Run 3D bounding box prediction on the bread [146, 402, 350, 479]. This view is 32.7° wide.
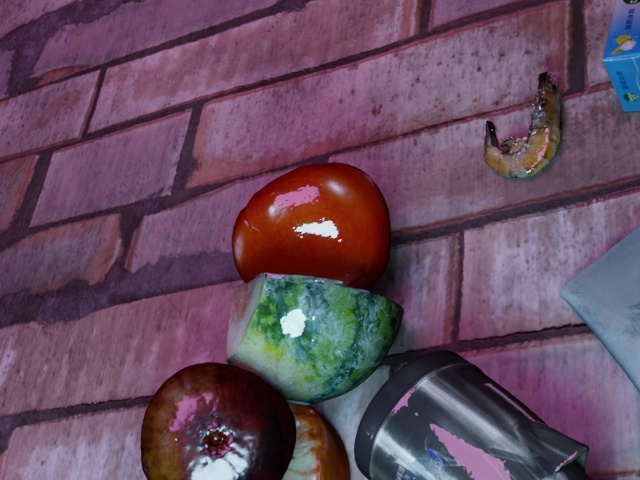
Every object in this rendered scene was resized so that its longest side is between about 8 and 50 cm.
[{"bbox_3d":[-0.105,0.382,1.742,0.295,0.114,0.328,-45,43,-6],"label":"bread"}]

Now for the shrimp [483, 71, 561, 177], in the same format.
[{"bbox_3d":[0.358,-0.204,1.937,0.150,0.051,0.217,-8,56,39],"label":"shrimp"}]

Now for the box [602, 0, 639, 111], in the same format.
[{"bbox_3d":[0.546,-0.336,1.845,0.073,0.139,0.194,-1,56,34],"label":"box"}]

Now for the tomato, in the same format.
[{"bbox_3d":[0.000,0.000,1.867,0.299,0.298,0.226,-35,76,6],"label":"tomato"}]

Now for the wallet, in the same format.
[{"bbox_3d":[0.522,0.067,1.583,0.290,0.054,0.251,-41,43,12],"label":"wallet"}]

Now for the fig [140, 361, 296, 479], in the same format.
[{"bbox_3d":[-0.152,0.300,1.624,0.235,0.214,0.235,0,54,0],"label":"fig"}]

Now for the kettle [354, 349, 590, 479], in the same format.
[{"bbox_3d":[0.216,0.362,1.491,0.324,0.228,0.320,35,106,41],"label":"kettle"}]

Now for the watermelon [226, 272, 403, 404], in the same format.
[{"bbox_3d":[0.012,0.144,1.728,0.224,0.305,0.180,-60,34,25],"label":"watermelon"}]
